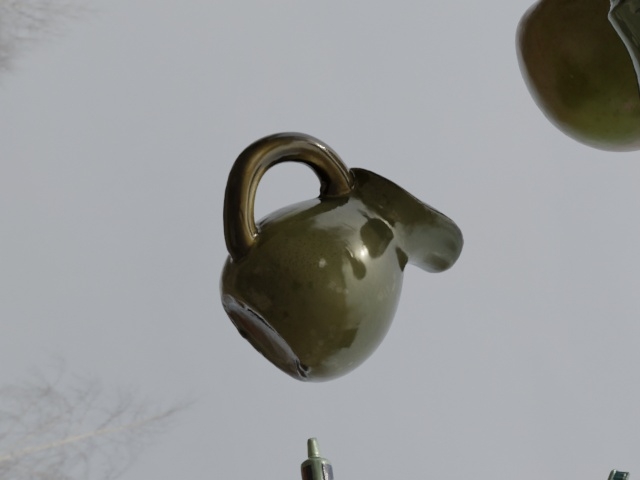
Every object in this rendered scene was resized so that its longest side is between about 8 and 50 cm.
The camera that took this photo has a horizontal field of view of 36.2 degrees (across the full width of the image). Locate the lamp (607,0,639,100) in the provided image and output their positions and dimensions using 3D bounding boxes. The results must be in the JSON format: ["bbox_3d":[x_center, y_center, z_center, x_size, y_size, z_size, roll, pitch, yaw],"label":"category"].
[{"bbox_3d":[0.433,-0.207,1.091,0.182,0.182,0.314,-19,-88,43],"label":"lamp"}]

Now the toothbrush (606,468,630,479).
[{"bbox_3d":[0.298,0.364,1.091,0.026,0.263,0.022,-10,-53,45],"label":"toothbrush"}]

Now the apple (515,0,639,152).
[{"bbox_3d":[0.440,-0.288,1.401,0.277,0.319,0.319,44,-49,-12],"label":"apple"}]

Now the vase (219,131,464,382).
[{"bbox_3d":[0.000,0.000,1.330,0.329,0.302,0.241,54,-21,-21],"label":"vase"}]

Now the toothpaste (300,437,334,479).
[{"bbox_3d":[0.004,0.187,0.600,0.021,0.037,0.140,-13,-122,5],"label":"toothpaste"}]
